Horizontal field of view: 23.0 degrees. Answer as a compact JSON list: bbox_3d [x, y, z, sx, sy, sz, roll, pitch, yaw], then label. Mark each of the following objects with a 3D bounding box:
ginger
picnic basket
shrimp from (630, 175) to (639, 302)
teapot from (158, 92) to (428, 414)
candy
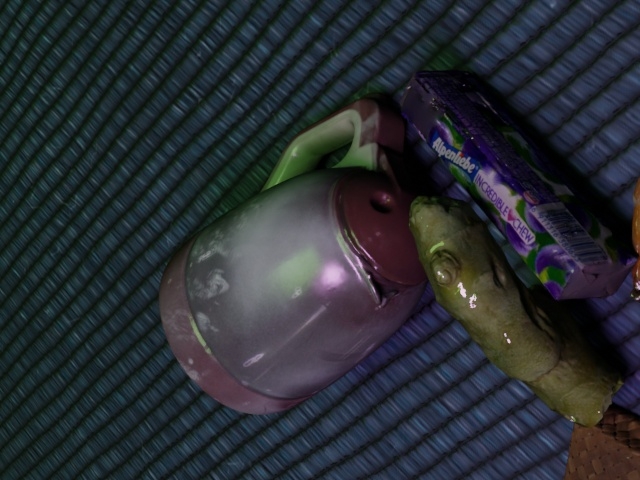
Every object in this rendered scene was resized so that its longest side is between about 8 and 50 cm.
[{"bbox_3d":[0.188,0.070,1.535,0.290,0.137,0.089,39,134,-21],"label":"ginger"},{"bbox_3d":[0.321,0.243,1.544,0.193,0.055,0.110,27,118,41],"label":"picnic basket"},{"bbox_3d":[0.336,-0.001,1.488,0.099,0.041,0.180,22,115,29],"label":"shrimp"},{"bbox_3d":[0.000,0.000,1.766,0.312,0.233,0.315,-34,45,41],"label":"teapot"},{"bbox_3d":[0.191,-0.058,1.568,0.312,0.088,0.061,55,135,37],"label":"candy"}]
